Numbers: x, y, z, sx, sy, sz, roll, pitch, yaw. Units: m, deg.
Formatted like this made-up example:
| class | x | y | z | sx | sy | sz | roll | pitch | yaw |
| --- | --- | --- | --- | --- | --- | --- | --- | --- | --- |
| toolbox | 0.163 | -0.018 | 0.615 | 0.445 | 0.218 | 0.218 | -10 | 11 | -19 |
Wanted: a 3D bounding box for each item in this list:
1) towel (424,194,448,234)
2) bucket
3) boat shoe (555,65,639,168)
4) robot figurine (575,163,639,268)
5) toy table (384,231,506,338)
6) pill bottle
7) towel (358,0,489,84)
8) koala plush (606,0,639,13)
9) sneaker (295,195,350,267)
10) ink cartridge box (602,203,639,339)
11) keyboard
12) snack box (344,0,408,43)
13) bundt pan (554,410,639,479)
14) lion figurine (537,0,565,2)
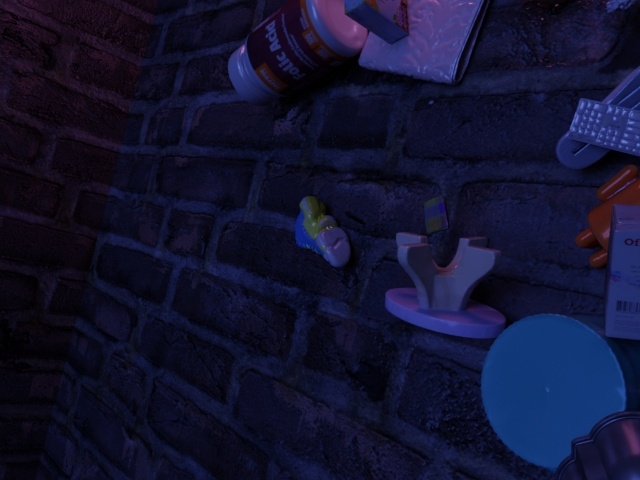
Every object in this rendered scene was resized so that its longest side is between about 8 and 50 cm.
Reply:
| class | x | y | z | sx | sy | sz | roll | pitch | yaw |
| --- | --- | --- | --- | --- | --- | --- | --- | --- | --- |
| towel | 0.266 | -0.058 | 1.380 | 0.060 | 0.009 | 0.083 | -24 | 61 | 41 |
| bucket | 0.420 | 0.251 | 0.997 | 0.281 | 0.183 | 0.281 | -15 | 68 | 45 |
| boat shoe | 0.553 | -0.243 | 1.065 | 0.302 | 0.094 | 0.109 | -35 | 96 | 28 |
| robot figurine | 0.543 | -0.034 | 0.996 | 0.219 | 0.128 | 0.158 | -42 | 23 | 31 |
| toy table | 0.251 | 0.079 | 1.209 | 0.274 | 0.252 | 0.161 | 11 | 103 | 39 |
| pill bottle | -0.078 | -0.555 | 1.729 | 0.392 | 0.224 | 0.224 | -21 | 64 | 41 |
| towel | 0.268 | -0.559 | 1.494 | 0.331 | 0.053 | 0.317 | 28 | 98 | 46 |
| koala plush | 0.613 | -0.478 | 1.023 | 0.221 | 0.203 | 0.196 | 30 | 100 | 59 |
| sneaker | 0.000 | 0.000 | 1.604 | 0.126 | 0.091 | 0.240 | -61 | 41 | 41 |
| ink cartridge box | 0.501 | 0.046 | 0.899 | 0.128 | 0.127 | 0.176 | 5 | 113 | 23 |
| keyboard | 0.559 | -0.176 | 1.011 | 0.256 | 0.014 | 0.072 | 20 | 113 | 21 |
| snack box | 0.137 | -0.621 | 1.480 | 0.070 | 0.174 | 0.207 | -18 | 66 | 42 |
| bundt pan | 0.488 | 0.391 | 0.797 | 0.330 | 0.124 | 0.331 | 6 | 109 | 17 |
| lion figurine | 0.378 | -0.638 | 1.266 | 0.240 | 0.142 | 0.392 | -7 | 59 | 0 |
